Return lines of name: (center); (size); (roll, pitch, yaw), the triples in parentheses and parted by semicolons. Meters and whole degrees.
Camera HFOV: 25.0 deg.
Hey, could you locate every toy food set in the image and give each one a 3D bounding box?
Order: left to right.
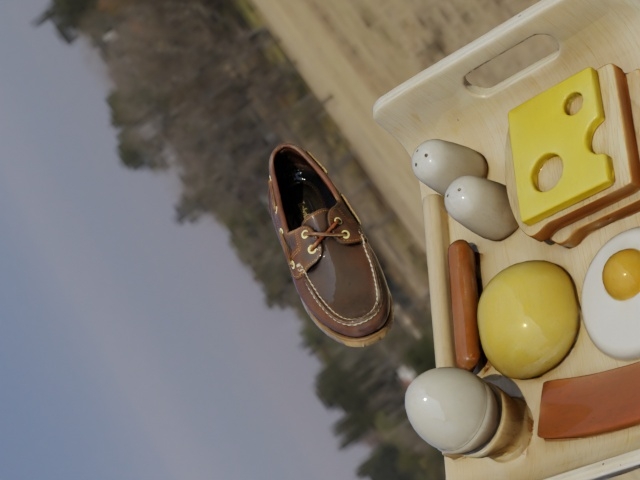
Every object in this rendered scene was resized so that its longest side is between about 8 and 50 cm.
toy food set: (0.120, 0.007, 0.848); (0.092, 0.219, 0.306); (21, -126, -38)

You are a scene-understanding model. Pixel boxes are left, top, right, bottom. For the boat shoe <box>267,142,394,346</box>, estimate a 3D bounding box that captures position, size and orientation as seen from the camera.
boat shoe: (0.000, 0.000, 1.219); (0.073, 0.073, 0.207); (73, 170, -46)
